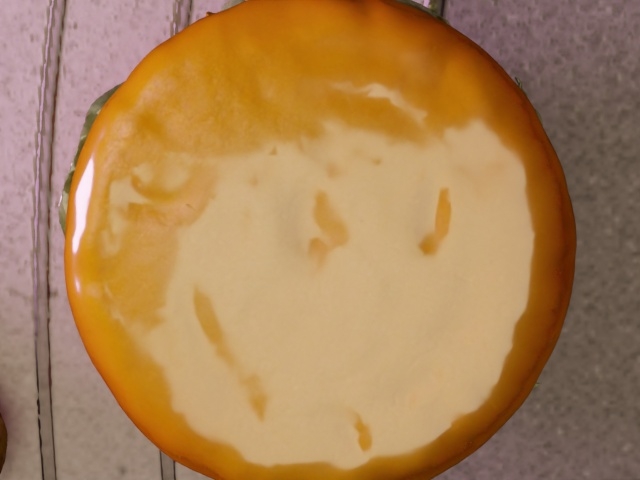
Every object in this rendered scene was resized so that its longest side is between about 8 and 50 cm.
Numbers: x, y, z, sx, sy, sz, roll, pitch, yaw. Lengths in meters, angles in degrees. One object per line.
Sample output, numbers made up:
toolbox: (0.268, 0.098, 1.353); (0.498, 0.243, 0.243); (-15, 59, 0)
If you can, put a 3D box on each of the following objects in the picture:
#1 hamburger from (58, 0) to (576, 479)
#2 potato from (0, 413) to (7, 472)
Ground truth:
hamburger: (0.002, 0.000, 0.603); (0.246, 0.170, 0.246); (0, 88, 6)
potato: (-0.250, 0.115, 0.656); (0.170, 0.080, 0.107); (-9, 67, -17)
